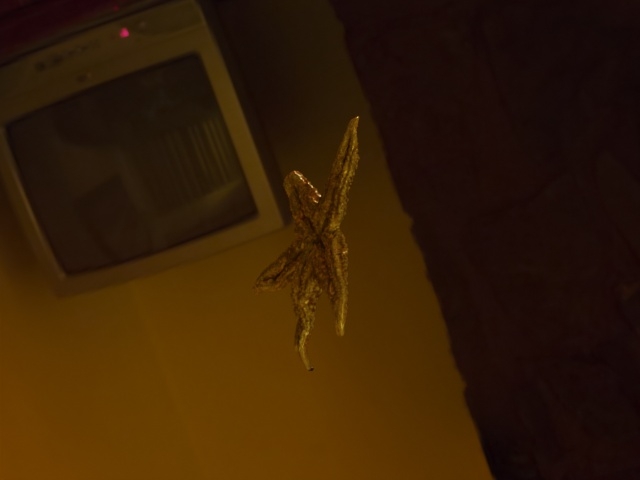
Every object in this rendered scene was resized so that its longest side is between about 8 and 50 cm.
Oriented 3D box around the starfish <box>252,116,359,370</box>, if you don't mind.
[{"bbox_3d":[0.000,0.000,0.370,0.016,0.086,0.092,12,-153,-22],"label":"starfish"}]
